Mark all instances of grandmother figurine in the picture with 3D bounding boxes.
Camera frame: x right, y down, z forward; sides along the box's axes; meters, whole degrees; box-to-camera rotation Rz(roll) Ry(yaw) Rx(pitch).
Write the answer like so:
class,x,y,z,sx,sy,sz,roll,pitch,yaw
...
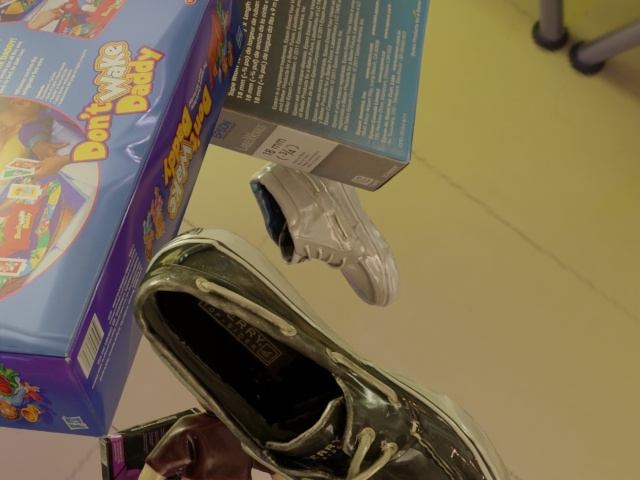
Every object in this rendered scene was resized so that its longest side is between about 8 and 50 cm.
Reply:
class,x,y,z,sx,sy,sz,roll,pitch,yaw
grandmother figurine,-0.116,0.280,1.348,0.208,0.104,0.342,6,83,-37

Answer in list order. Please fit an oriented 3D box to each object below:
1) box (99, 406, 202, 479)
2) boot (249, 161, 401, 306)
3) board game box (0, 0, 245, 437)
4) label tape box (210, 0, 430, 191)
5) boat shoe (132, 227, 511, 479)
class,x,y,z,sx,sy,sz,roll,pitch,yaw
box,-0.247,0.324,1.709,0.162,0.029,0.116,-14,113,-34
boot,0.000,0.000,1.420,0.123,0.095,0.258,-40,113,-29
board game box,-0.203,-0.052,0.736,0.233,0.078,0.347,4,49,12
label tape box,-0.054,-0.221,1.295,0.334,0.106,0.240,16,68,-17
boat shoe,0.002,0.086,0.531,0.219,0.070,0.078,40,108,-8
